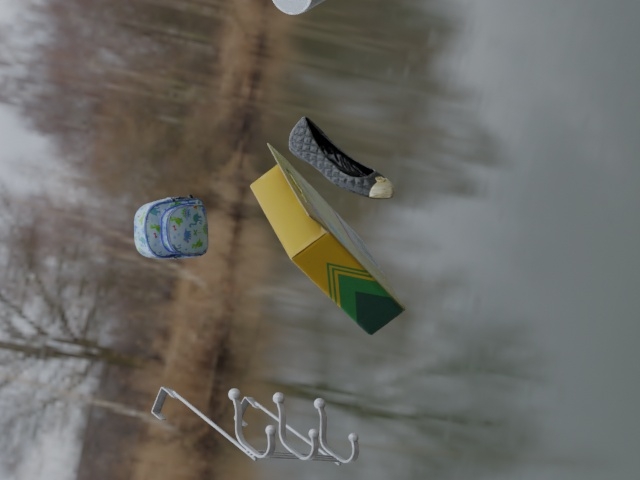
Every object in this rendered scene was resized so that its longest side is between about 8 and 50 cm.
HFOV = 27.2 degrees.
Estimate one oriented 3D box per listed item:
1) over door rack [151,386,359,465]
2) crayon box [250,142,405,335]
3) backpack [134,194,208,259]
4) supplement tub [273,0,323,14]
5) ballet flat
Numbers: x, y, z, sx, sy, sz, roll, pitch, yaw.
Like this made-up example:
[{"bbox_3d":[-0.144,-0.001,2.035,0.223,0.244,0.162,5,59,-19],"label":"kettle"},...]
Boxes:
[{"bbox_3d":[-0.116,0.318,2.408,0.324,0.240,0.108,14,90,45],"label":"over door rack"},{"bbox_3d":[0.000,0.000,2.183,0.081,0.318,0.202,-37,45,7],"label":"crayon box"},{"bbox_3d":[-0.242,-0.020,2.166,0.084,0.114,0.105,3,98,57],"label":"backpack"},{"bbox_3d":[-0.021,-0.371,1.910,0.107,0.071,0.071,-43,-27,-56],"label":"supplement tub"},{"bbox_3d":[0.027,-0.106,1.768,0.057,0.173,0.049,-26,-37,-54],"label":"ballet flat"}]
